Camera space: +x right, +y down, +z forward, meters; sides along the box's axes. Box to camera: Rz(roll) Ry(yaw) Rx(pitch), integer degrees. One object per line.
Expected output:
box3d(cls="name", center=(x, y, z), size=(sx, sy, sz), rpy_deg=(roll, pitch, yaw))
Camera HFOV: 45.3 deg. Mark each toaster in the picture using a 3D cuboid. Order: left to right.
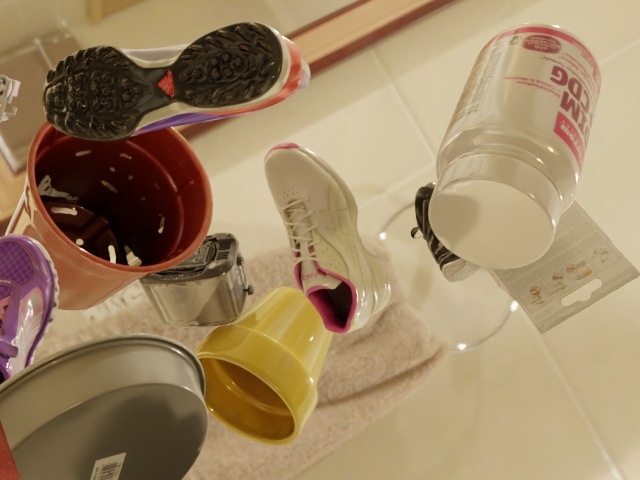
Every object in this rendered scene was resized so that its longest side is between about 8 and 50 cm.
box3d(cls="toaster", center=(-0.242, 0.081, 1.455), size=(0.129, 0.226, 0.147), rpy_deg=(-84, 163, -52))

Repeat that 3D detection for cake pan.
box3d(cls="cake pan", center=(-0.239, 0.225, 0.800), size=(0.054, 0.293, 0.293), rpy_deg=(45, -24, 36))

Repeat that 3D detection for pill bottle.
box3d(cls="pill bottle", center=(0.227, -0.113, 0.893), size=(0.160, 0.283, 0.160), rpy_deg=(16, -39, 13))

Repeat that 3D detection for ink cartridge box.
box3d(cls="ink cartridge box", center=(0.390, 0.036, 1.297), size=(0.232, 0.189, 0.066), rpy_deg=(61, 5, 37))

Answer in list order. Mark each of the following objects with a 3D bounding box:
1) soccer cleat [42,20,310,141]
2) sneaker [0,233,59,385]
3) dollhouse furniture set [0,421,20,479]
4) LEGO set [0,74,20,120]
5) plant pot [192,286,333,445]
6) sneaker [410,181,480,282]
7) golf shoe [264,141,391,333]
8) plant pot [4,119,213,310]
box3d(cls="soccer cleat", center=(-0.166, -0.169, 0.863), size=(0.116, 0.318, 0.109), rpy_deg=(-1, 86, -68))
box3d(cls="sneaker", center=(-0.368, 0.108, 0.874), size=(0.104, 0.095, 0.237), rpy_deg=(128, -27, -85))
box3d(cls="dollhouse furniture set", center=(-0.339, 0.226, 0.435), size=(0.374, 0.201, 0.152), rpy_deg=(29, 36, -81))
box3d(cls="LEGO set", center=(-0.596, -0.233, 1.152), size=(0.287, 0.132, 0.107), rpy_deg=(26, -3, 0))
box3d(cls="plant pot", center=(-0.096, 0.228, 1.499), size=(0.253, 0.239, 0.254), rpy_deg=(20, -43, 20))
box3d(cls="sneaker", center=(0.248, -0.072, 1.271), size=(0.153, 0.101, 0.269), rpy_deg=(46, -62, 28))
box3d(cls="golf shoe", center=(0.000, 0.000, 1.141), size=(0.115, 0.140, 0.306), rpy_deg=(-24, -78, 33))
box3d(cls="plant pot", center=(-0.346, -0.030, 1.172), size=(0.265, 0.272, 0.272), rpy_deg=(-35, -94, 47))
